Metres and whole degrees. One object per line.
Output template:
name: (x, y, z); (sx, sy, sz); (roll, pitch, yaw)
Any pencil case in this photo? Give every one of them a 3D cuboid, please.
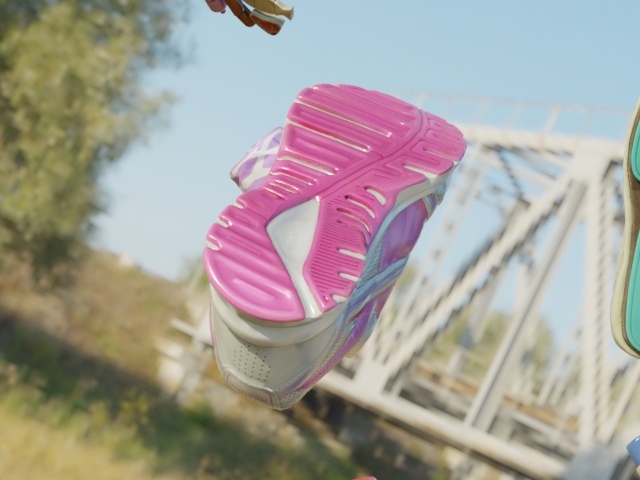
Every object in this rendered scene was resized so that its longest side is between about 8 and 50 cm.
pencil case: (-0.005, -0.027, 1.932); (0.206, 0.086, 0.088); (49, 10, 1)

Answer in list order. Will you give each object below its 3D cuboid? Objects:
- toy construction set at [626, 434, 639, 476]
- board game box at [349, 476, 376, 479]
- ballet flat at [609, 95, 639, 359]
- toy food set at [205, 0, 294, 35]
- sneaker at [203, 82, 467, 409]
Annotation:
toy construction set: (0.438, 0.231, 1.679); (0.309, 0.257, 0.237); (37, -15, 19)
board game box: (0.056, 0.330, 1.326); (0.027, 0.281, 0.145); (-10, 22, -8)
ballet flat: (0.258, -0.035, 1.326); (0.086, 0.248, 0.086); (11, 13, -3)
toy food set: (-0.080, -0.233, 1.729); (0.122, 0.019, 0.078); (28, -26, 5)
sneaker: (0.000, 0.000, 1.026); (0.103, 0.252, 0.111); (27, -50, 13)
